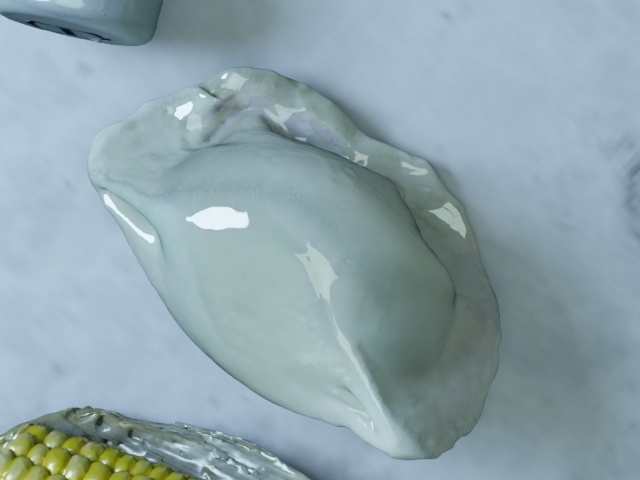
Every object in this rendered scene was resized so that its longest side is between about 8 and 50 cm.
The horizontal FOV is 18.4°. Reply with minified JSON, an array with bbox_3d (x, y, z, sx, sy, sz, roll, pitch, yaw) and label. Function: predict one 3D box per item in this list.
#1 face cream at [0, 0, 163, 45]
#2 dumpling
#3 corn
[{"bbox_3d":[-0.086,-0.251,0.938,0.143,0.089,0.314,12,87,-2],"label":"face cream"},{"bbox_3d":[0.000,0.000,0.954,0.229,0.124,0.151,42,58,2],"label":"dumpling"},{"bbox_3d":[-0.048,0.180,0.981,0.305,0.122,0.123,23,125,0],"label":"corn"}]
